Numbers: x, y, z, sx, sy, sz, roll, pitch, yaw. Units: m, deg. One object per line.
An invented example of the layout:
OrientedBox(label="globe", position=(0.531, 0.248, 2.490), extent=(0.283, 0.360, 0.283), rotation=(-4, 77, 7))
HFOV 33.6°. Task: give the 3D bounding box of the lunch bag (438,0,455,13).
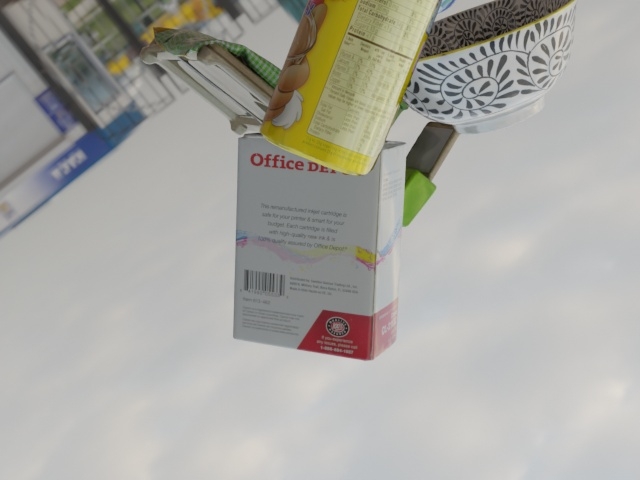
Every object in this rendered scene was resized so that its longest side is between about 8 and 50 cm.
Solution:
OrientedBox(label="lunch bag", position=(0.103, -0.394, 1.455), extent=(0.176, 0.219, 0.090), rotation=(129, -40, -56))

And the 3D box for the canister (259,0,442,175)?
OrientedBox(label="canister", position=(0.030, -0.128, 0.596), extent=(0.126, 0.073, 0.170), rotation=(-54, 166, -79))

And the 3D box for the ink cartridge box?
OrientedBox(label="ink cartridge box", position=(0.000, 0.000, 0.882), extent=(0.127, 0.175, 0.072), rotation=(7, -168, 22))

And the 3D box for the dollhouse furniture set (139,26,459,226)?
OrientedBox(label="dollhouse furniture set", position=(-0.014, -0.166, 1.112), extent=(0.151, 0.301, 0.197), rotation=(-57, -152, -8))

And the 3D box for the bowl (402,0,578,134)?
OrientedBox(label="bowl", position=(0.130, -0.133, 0.836), extent=(0.170, 0.080, 0.170), rotation=(-18, -162, 6))
